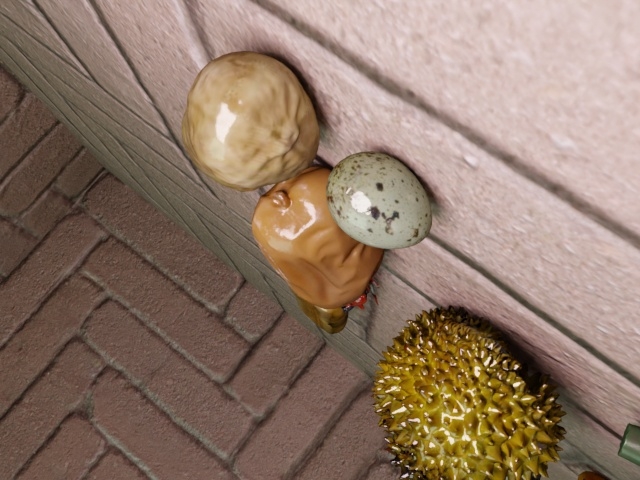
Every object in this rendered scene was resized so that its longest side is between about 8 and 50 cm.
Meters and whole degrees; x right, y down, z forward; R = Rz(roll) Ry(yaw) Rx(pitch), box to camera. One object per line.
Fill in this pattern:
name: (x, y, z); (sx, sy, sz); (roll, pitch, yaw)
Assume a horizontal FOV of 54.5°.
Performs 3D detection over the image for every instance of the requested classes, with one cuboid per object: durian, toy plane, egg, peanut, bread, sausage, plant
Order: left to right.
peanut: (-0.076, -0.109, 0.640); (0.137, 0.122, 0.253); (34, 172, -13)
sausage: (0.001, 0.000, 0.805); (0.120, 0.136, 0.241); (39, 167, 38)
bread: (0.005, 0.123, 1.354); (0.142, 0.091, 0.305); (44, 170, 13)
toy plane: (0.038, 0.067, 1.097); (0.194, 0.077, 0.126); (40, 165, 50)
egg: (0.057, -0.036, 0.590); (0.110, 0.085, 0.085); (28, 171, -11)
durian: (0.181, 0.220, 0.833); (0.258, 0.258, 0.293); (40, -179, 0)
plant: (0.395, 0.246, 0.702); (0.102, 0.051, 0.051); (20, 162, 22)

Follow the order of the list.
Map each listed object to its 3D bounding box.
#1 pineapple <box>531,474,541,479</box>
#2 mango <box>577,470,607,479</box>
pineapple: (0.372, 0.402, 0.797); (0.361, 0.202, 0.202); (6, 153, 28)
mango: (0.519, 0.460, 1.145); (0.089, 0.046, 0.060); (25, 169, 7)
